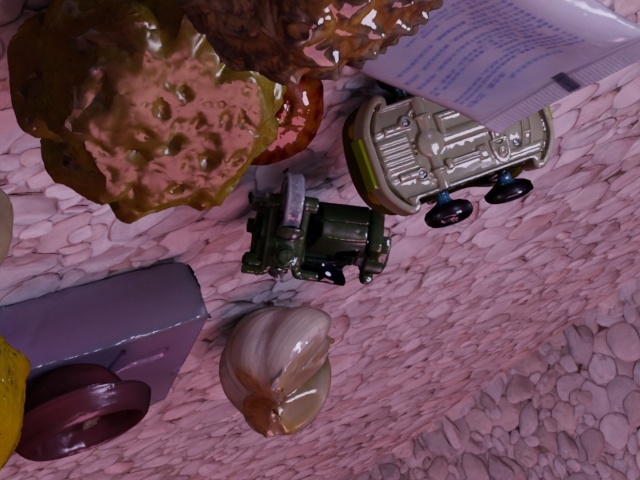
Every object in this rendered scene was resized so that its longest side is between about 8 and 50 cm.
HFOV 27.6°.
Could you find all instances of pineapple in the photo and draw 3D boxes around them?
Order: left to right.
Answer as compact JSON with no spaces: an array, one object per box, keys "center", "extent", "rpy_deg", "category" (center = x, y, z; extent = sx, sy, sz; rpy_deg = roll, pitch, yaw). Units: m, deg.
[{"center":[0.056,-0.228,0.968],"extent":[0.361,0.175,0.175],"rpy_deg":[-30,167,-45],"category":"pineapple"}]

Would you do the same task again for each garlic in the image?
[{"center":[-0.070,0.190,2.102],"extent":[0.203,0.185,0.281],"rpy_deg":[-46,149,-29],"category":"garlic"}]

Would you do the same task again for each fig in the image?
[{"center":[-0.055,-0.155,1.358],"extent":[0.128,0.150,0.128],"rpy_deg":[5,143,4],"category":"fig"}]

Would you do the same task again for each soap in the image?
[{"center":[-0.322,0.162,1.790],"extent":[0.285,0.107,0.296],"rpy_deg":[-18,157,-28],"category":"soap"}]

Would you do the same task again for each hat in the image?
[{"center":[-0.310,0.208,1.641],"extent":[0.205,0.089,0.205],"rpy_deg":[-22,162,-8],"category":"hat"}]

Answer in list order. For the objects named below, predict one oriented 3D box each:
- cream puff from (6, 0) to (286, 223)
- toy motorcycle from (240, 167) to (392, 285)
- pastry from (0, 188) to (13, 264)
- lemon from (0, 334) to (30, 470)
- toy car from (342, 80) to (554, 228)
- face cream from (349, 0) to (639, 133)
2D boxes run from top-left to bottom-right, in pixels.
[{"center":[-0.147,-0.133,1.140],"extent":[0.244,0.244,0.196],"rpy_deg":[-38,-168,26],"category":"cream puff"},{"center":[0.000,0.000,1.664],"extent":[0.205,0.127,0.275],"rpy_deg":[8,171,-9],"category":"toy motorcycle"},{"center":[-0.386,0.001,1.333],"extent":[0.156,0.092,0.156],"rpy_deg":[-31,165,-10],"category":"pastry"},{"center":[-0.474,0.192,1.446],"extent":[0.310,0.258,0.258],"rpy_deg":[-31,161,-9],"category":"lemon"},{"center":[0.142,-0.124,1.616],"extent":[0.248,0.204,0.198],"rpy_deg":[-20,-178,-16],"category":"toy car"},{"center":[0.115,-0.206,1.243],"extent":[0.420,0.137,0.235],"rpy_deg":[19,147,-37],"category":"face cream"}]
